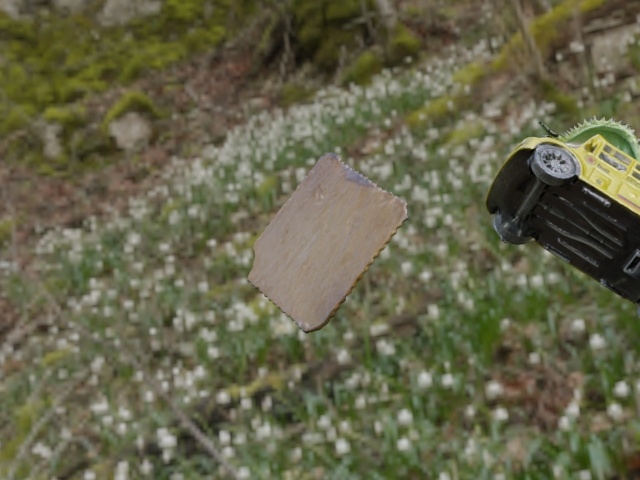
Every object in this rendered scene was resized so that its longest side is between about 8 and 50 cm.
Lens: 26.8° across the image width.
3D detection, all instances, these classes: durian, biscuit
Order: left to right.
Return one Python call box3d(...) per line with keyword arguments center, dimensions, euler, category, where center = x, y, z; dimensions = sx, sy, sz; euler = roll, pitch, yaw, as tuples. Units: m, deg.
box3d(center=(0.000, 0.000, 1.979), dimensions=(0.237, 0.232, 0.013), euler=(-52, -47, 0), category="biscuit")
box3d(center=(0.413, -0.123, 1.952), dimensions=(0.100, 0.215, 0.086), euler=(-24, -41, -23), category="durian")

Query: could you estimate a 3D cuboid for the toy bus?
box3d(center=(0.385, -0.025, 1.729), dimensions=(0.330, 0.152, 0.144), euler=(33, -41, 6), category="toy bus")
